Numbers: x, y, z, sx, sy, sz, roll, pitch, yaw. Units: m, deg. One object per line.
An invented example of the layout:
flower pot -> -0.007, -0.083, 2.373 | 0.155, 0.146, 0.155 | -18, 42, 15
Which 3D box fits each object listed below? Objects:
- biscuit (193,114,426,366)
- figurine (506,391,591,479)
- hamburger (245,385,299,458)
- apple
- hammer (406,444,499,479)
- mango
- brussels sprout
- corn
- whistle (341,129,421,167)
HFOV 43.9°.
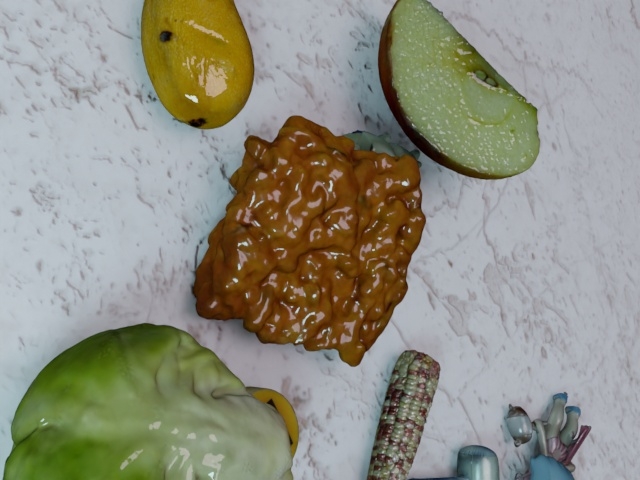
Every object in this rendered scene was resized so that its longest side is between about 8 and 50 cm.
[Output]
biscuit -> 0.000, 0.000, 1.120 | 0.312, 0.110, 0.318 | 19, 92, -32
figurine -> 0.412, 0.369, 1.415 | 0.205, 0.103, 0.260 | 53, 45, -19
hamburger -> -0.096, 0.262, 1.056 | 0.126, 0.081, 0.141 | 54, 42, -19
apple -> 0.211, -0.240, 1.316 | 0.346, 0.179, 0.254 | 45, 18, -7
hammer -> 0.209, 0.392, 1.279 | 0.194, 0.069, 0.116 | 7, 78, -32
mango -> -0.169, -0.277, 1.089 | 0.157, 0.109, 0.262 | 2, 75, -28
brussels sprout -> -0.188, 0.225, 0.868 | 0.317, 0.274, 0.242 | -12, 130, -37
corn -> 0.126, 0.286, 1.224 | 0.079, 0.079, 0.237 | 32, 64, -29
whistle -> 0.074, -0.119, 1.251 | 0.244, 0.092, 0.110 | 12, 105, -40
